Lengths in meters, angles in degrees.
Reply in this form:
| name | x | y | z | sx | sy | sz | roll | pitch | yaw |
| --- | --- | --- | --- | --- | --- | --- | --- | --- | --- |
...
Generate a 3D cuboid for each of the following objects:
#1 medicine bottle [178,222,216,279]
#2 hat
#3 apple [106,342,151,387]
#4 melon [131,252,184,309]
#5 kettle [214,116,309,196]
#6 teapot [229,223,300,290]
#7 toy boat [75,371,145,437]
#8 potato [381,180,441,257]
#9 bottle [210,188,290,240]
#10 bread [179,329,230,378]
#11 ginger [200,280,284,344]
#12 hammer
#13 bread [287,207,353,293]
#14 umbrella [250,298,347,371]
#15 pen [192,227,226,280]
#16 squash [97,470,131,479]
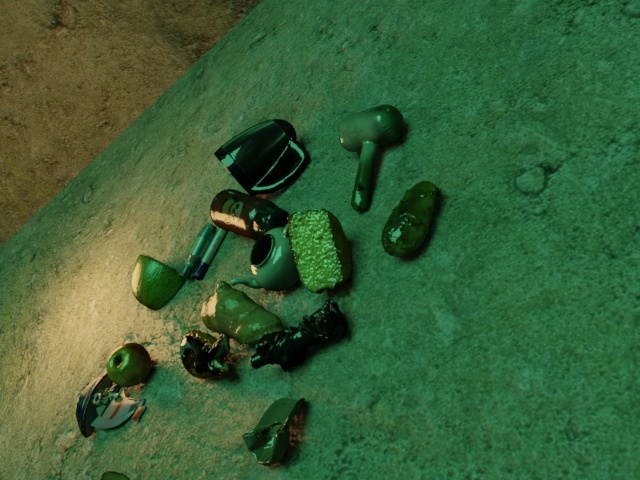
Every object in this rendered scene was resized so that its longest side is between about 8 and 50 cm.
| name | x | y | z | sx | sy | sz | roll | pitch | yaw |
| --- | --- | --- | --- | --- | --- | --- | --- | --- | --- |
| medicine bottle | -0.432 | 0.038 | 2.277 | 0.208 | 0.054 | 0.090 | -64 | 14 | -18 |
| hat | -0.089 | 0.458 | 1.563 | 0.175 | 0.085 | 0.147 | -45 | 18 | -33 |
| apple | -0.620 | 0.406 | 2.112 | 0.147 | 0.146 | 0.146 | -28 | 42 | 28 |
| melon | -0.623 | 0.148 | 2.337 | 0.265 | 0.129 | 0.169 | 12 | 71 | 50 |
| kettle | -0.194 | -0.304 | 2.220 | 0.271 | 0.207 | 0.251 | -42 | 30 | -1 |
| teapot | -0.127 | 0.049 | 1.881 | 0.294 | 0.130 | 0.193 | -47 | 37 | 20 |
| toy boat | -0.694 | 0.560 | 2.120 | 0.318 | 0.072 | 0.219 | 24 | 75 | 43 |
| potato | 0.229 | -0.056 | 1.642 | 0.117 | 0.090 | 0.225 | 16 | 68 | 36 |
| bottle | -0.217 | -0.077 | 2.093 | 0.336 | 0.144 | 0.143 | 16 | 72 | 49 |
| bread | -0.327 | 0.331 | 1.879 | 0.269 | 0.095 | 0.139 | -5 | 87 | 46 |
| ginger | -0.230 | 0.221 | 1.845 | 0.354 | 0.126 | 0.189 | 17 | 113 | 45 |
| hammer | 0.131 | -0.238 | 1.903 | 0.207 | 0.119 | 0.335 | -12 | 57 | 43 |
| bread | 0.009 | 0.026 | 1.753 | 0.143 | 0.140 | 0.228 | -16 | 81 | 26 |
| umbrella | -0.058 | 0.255 | 1.653 | 0.273 | 0.122 | 0.110 | -32 | 62 | 11 |
| pen | -0.370 | 0.016 | 2.261 | 0.033 | 0.033 | 0.268 | 4 | 61 | 48 |
| squash | -0.631 | 0.772 | 1.803 | 0.247 | 0.132 | 0.132 | -48 | 36 | 8 |
